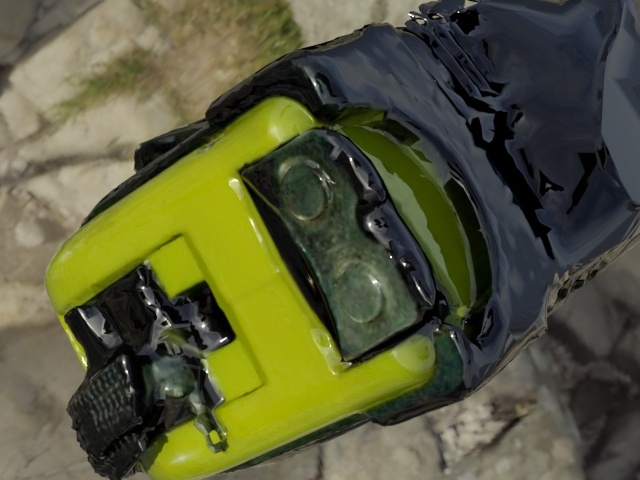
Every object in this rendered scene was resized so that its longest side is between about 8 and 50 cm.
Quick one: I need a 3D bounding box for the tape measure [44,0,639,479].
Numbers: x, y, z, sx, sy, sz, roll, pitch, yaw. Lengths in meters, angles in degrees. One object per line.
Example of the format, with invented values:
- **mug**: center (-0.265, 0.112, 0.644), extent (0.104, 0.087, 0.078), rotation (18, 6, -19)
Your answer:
- **tape measure**: center (0.000, 0.000, 0.438), extent (0.199, 0.186, 0.112), rotation (-25, 84, -51)
